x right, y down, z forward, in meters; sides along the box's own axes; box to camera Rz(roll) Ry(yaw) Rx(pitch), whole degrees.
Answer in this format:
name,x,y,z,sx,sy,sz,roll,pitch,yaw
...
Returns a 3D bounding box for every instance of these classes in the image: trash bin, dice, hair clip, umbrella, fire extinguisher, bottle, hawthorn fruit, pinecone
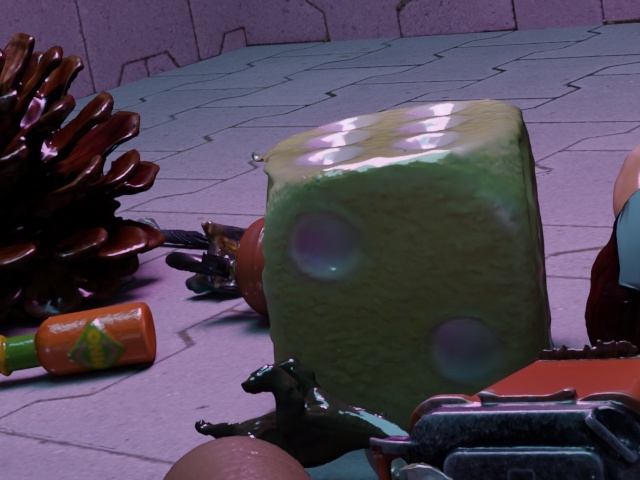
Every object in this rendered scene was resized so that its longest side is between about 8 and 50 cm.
name,x,y,z,sx,sy,sz,roll,pitch,yaw
trash bin,0.154,0.159,1.087,0.184,0.161,0.238,-4,8,21
dice,0.079,0.020,1.461,0.254,0.250,0.252,-9,14,8
hair clip,0.001,0.000,1.996,0.358,0.096,0.110,-9,-23,-33
umbrella,-0.207,-0.007,2.220,0.269,0.044,0.044,10,-14,37
fire extinguisher,0.034,0.040,1.771,0.376,0.113,0.200,-1,-26,28
bottle,-0.271,0.113,1.720,0.187,0.069,0.069,-10,14,4
hawthorn fruit,0.323,0.044,1.304,0.215,0.215,0.249,-5,-7,20
pinecone,-0.391,-0.075,2.001,0.397,0.398,0.398,-9,14,2

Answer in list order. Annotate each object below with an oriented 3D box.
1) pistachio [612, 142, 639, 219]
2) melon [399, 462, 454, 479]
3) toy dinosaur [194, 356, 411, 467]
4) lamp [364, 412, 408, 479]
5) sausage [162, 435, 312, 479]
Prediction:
name,x,y,z,sx,sy,sz,roll,pitch,yaw
pistachio,0.414,-0.034,1.517,0.308,0.230,0.230,0,6,-37
melon,0.099,0.221,0.915,0.093,0.203,0.139,-28,-14,17
toy dinosaur,-0.011,0.187,1.269,0.187,0.179,0.087,-38,-8,15
lamp,-0.023,0.189,1.335,0.198,0.056,0.050,-15,9,27
sausage,-0.034,0.219,1.017,0.123,0.123,0.253,-12,13,-10
